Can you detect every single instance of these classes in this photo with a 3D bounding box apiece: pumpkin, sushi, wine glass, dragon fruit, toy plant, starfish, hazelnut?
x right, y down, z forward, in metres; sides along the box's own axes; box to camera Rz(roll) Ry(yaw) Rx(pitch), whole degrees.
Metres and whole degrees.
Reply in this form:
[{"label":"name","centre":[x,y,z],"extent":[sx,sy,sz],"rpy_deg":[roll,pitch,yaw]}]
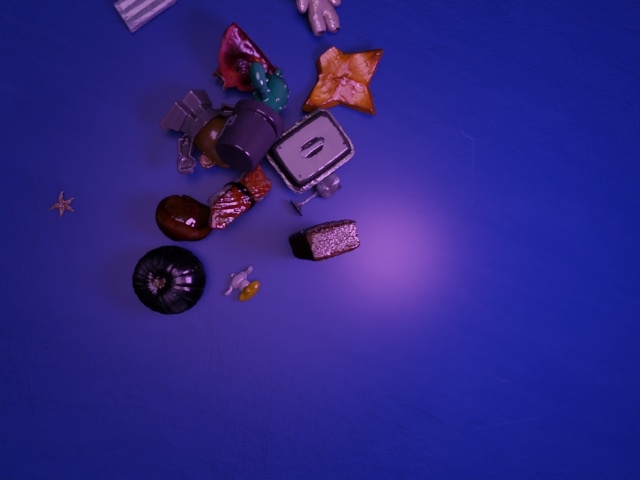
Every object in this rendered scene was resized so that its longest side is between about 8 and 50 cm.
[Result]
[{"label":"pumpkin","centre":[-0.528,0.136,1.739],"extent":[0.249,0.216,0.250],"rpy_deg":[0,90,9]},{"label":"sushi","centre":[-0.289,-0.158,1.775],"extent":[0.332,0.130,0.124],"rpy_deg":[-43,110,-28]},{"label":"pumpkin","centre":[0.081,-0.600,1.884],"extent":[0.290,0.095,0.259],"rpy_deg":[4,93,-4]},{"label":"wine glass","centre":[-0.013,-0.176,1.874],"extent":[0.195,0.079,0.079],"rpy_deg":[-35,94,-5]},{"label":"dragon fruit","centre":[-0.299,-0.639,1.813],"extent":[0.211,0.134,0.262],"rpy_deg":[-39,131,6]},{"label":"toy plant","centre":[-0.206,-0.436,1.714],"extent":[0.279,0.185,0.400],"rpy_deg":[51,55,-43]},{"label":"starfish","centre":[-0.921,-0.128,1.785],"extent":[0.086,0.016,0.092],"rpy_deg":[-2,95,-9]},{"label":"hazelnut","centre":[-0.478,-0.069,1.774],"extent":[0.203,0.178,0.178],"rpy_deg":[6,88,-38]}]

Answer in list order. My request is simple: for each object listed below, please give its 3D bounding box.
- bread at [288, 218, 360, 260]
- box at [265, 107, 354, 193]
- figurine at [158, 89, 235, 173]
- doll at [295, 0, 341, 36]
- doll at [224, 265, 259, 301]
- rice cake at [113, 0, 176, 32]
[{"label":"bread","centre":[0.000,0.000,1.709],"extent":[0.165,0.416,0.113],"rpy_deg":[-14,92,-12]},{"label":"box","centre":[-0.037,-0.326,1.829],"extent":[0.290,0.166,0.221],"rpy_deg":[-37,95,-5]},{"label":"figurine","centre":[-0.395,-0.380,1.782],"extent":[0.285,0.167,0.342],"rpy_deg":[43,90,-3]},{"label":"doll","centre":[-0.026,-0.903,1.874],"extent":[0.149,0.175,0.278],"rpy_deg":[-12,102,30]},{"label":"doll","centre":[-0.292,0.167,1.843],"extent":[0.135,0.071,0.113],"rpy_deg":[-23,84,-3]},{"label":"rice cake","centre":[-0.632,-0.862,1.820],"extent":[0.211,0.038,0.124],"rpy_deg":[-34,94,-7]}]
